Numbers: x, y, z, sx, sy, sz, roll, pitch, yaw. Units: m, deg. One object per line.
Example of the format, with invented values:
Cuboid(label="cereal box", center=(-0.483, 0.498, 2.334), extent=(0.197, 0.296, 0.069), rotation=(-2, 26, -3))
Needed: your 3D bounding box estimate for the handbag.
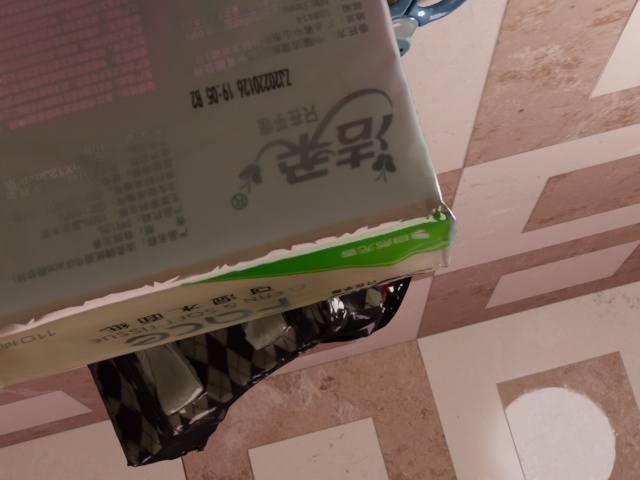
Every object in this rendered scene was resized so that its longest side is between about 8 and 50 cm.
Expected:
Cuboid(label="handbag", center=(-0.129, 0.054, 1.348), extent=(0.180, 0.316, 0.416), rotation=(-3, 149, -49))

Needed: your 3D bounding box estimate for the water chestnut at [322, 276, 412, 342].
Cuboid(label="water chestnut", center=(0.000, 0.000, 1.545), extent=(0.244, 0.289, 0.289), rotation=(13, 176, 25))

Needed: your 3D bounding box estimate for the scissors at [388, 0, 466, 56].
Cuboid(label="scissors", center=(0.069, -0.215, 1.249), extent=(0.125, 0.030, 0.256), rotation=(-7, 160, -20))

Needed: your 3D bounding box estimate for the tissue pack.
Cuboid(label="tissue pack", center=(-0.125, -0.088, 0.957), extent=(0.405, 0.331, 0.205), rotation=(-15, 162, 1))
